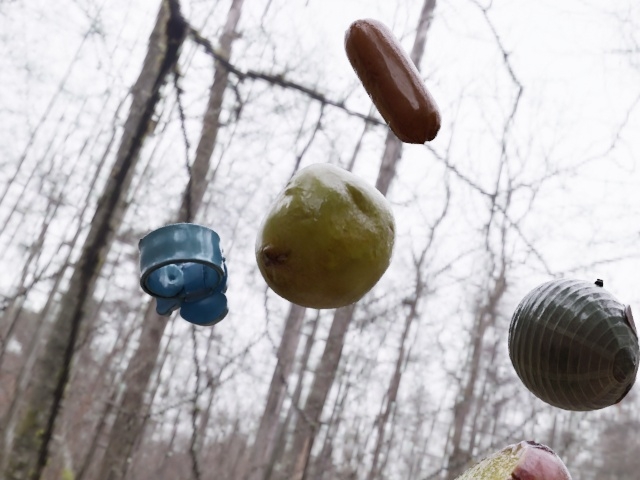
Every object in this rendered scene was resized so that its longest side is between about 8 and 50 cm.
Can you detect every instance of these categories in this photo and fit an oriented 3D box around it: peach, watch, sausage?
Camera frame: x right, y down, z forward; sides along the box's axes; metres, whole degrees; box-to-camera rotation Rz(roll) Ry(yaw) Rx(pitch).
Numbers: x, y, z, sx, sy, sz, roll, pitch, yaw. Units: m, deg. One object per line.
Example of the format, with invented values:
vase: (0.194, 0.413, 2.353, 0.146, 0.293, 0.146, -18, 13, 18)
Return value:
peach: (0.258, 0.417, 1.387, 0.245, 0.275, 0.248, 40, 0, -26)
peach: (0.007, 0.001, 2.139, 0.314, 0.316, 0.281, 47, -43, -15)
watch: (-0.281, 0.056, 1.962, 0.210, 0.211, 0.193, 3, -26, 23)
sausage: (0.096, -0.211, 1.309, 0.076, 0.198, 0.076, -25, -18, -9)

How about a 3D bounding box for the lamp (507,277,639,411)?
lamp: (0.458, 0.192, 1.750, 0.233, 0.233, 0.265, 1, -58, 26)
